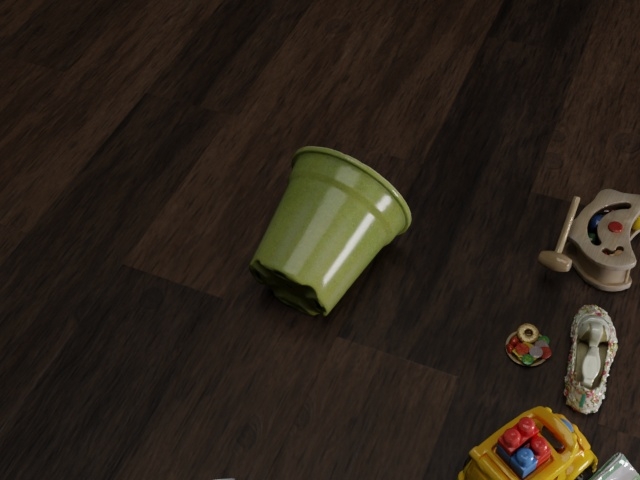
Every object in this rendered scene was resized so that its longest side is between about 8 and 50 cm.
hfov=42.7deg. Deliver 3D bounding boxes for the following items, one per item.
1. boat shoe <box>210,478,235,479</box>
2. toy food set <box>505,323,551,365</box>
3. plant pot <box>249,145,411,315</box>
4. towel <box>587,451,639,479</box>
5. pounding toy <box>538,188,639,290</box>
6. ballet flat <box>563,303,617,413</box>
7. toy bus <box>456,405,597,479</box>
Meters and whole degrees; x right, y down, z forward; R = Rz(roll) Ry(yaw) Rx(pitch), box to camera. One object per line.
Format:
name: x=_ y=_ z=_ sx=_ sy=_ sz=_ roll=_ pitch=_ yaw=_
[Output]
boat shoe: x=-0.212 y=0.436 z=1.389 sx=0.142 sy=0.049 sz=0.040 roll=-12 pitch=70 yaw=-3
toy food set: x=0.391 y=0.200 z=1.539 sx=0.083 sy=0.020 sz=0.082 roll=-32 pitch=55 yaw=-20
plant pot: x=0.000 y=0.000 z=1.608 sx=0.276 sy=0.276 sz=0.254 roll=23 pitch=68 yaw=22
towel: x=0.493 y=0.431 z=1.304 sx=0.113 sy=0.023 sz=0.152 roll=-34 pitch=78 yaw=-19
pounding toy: x=0.566 y=-0.012 z=1.609 sx=0.154 sy=0.155 sz=0.269 roll=32 pitch=60 yaw=32
ballet flat: x=0.498 y=0.202 z=1.492 sx=0.091 sy=0.077 sz=0.241 roll=9 pitch=52 yaw=13
toy bus: x=0.340 y=0.339 z=1.309 sx=0.220 sy=0.211 sz=0.149 roll=-30 pitch=53 yaw=-20
